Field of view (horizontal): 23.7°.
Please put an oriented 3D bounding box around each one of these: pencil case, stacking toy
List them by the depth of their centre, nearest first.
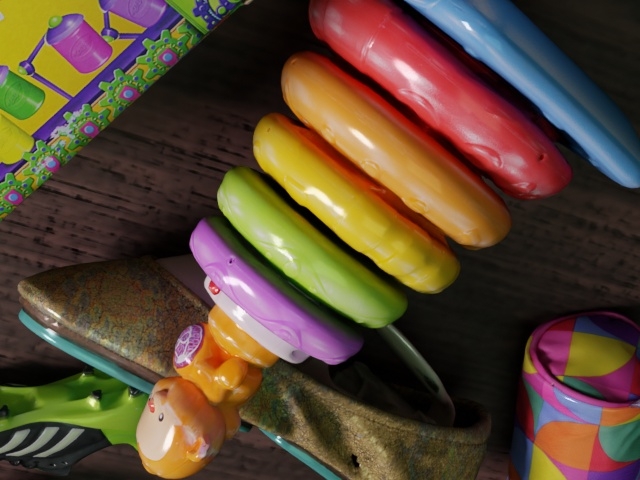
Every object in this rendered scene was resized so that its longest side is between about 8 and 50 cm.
[{"bbox_3d":[0.000,0.000,0.783,0.166,0.175,0.302,36,97,-34],"label":"stacking toy"},{"bbox_3d":[0.181,0.158,1.048,0.104,0.104,0.236,-5,129,-12],"label":"pencil case"}]

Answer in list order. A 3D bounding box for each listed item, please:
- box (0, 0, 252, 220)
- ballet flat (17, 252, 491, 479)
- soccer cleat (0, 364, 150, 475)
[{"bbox_3d":[-0.230,-0.140,0.648,0.290,0.177,0.279,-39,127,16],"label":"box"},{"bbox_3d":[-0.022,0.072,0.926,0.348,0.123,0.123,34,112,-33],"label":"ballet flat"},{"bbox_3d":[-0.187,0.116,0.937,0.179,0.060,0.072,-4,129,-16],"label":"soccer cleat"}]
